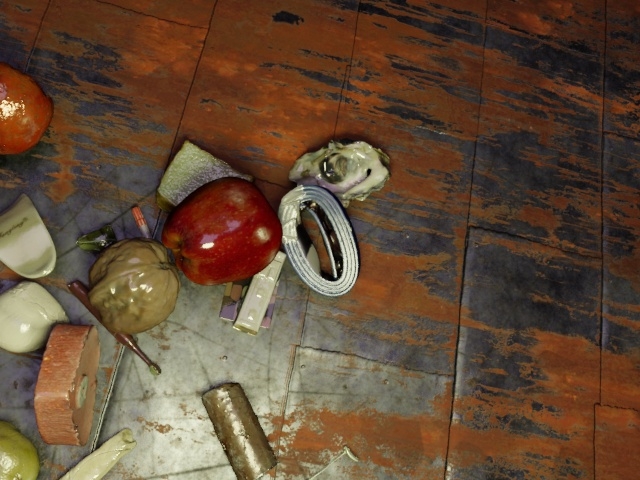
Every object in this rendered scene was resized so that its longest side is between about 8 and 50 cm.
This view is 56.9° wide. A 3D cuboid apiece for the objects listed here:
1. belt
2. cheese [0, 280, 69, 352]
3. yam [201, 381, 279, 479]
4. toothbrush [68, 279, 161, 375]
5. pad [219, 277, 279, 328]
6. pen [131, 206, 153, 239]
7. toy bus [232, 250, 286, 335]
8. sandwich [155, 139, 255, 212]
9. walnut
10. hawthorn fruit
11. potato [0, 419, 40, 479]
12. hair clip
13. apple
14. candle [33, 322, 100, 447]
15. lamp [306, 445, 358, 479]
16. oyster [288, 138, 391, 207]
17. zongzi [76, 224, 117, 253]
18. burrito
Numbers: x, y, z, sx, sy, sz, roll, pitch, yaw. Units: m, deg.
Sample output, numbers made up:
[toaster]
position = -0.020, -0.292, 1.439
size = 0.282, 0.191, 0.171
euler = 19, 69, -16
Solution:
[belt]
position = 0.000, 0.000, 1.784
size = 0.213, 0.117, 0.346
euler = -21, 92, 10
[cheese]
position = -0.799, 0.211, 1.582
size = 0.198, 0.189, 0.154
euler = 42, 101, 4
[yam]
position = -0.219, 0.529, 1.625
size = 0.131, 0.131, 0.279
euler = -24, 79, -17
[toothbrush]
position = -0.583, 0.251, 1.678
size = 0.364, 0.041, 0.041
euler = 45, 71, 4
[pad]
position = -0.208, 0.140, 1.805
size = 0.158, 0.003, 0.234
euler = 13, 71, -7
[pen]
position = -0.511, 0.007, 1.771
size = 0.028, 0.028, 0.239
euler = -23, 80, -17
[toy bus]
position = -0.178, 0.144, 1.751
size = 0.092, 0.106, 0.268
euler = 23, 69, -7
[sandwich]
position = -0.356, -0.156, 1.819
size = 0.251, 0.087, 0.226
euler = 26, 71, -3
[walnut]
position = -0.514, 0.125, 1.622
size = 0.273, 0.273, 0.227
euler = 33, 28, 0
[hawthorn fruit]
position = -0.918, -0.349, 1.692
size = 0.276, 0.276, 0.307
euler = 13, 95, -7
[potato]
position = -0.831, 0.546, 1.482
size = 0.251, 0.159, 0.174
euler = 38, 46, 10
[hair clip]
position = -0.845, -0.001, 1.663
size = 0.172, 0.113, 0.282
euler = -37, 83, -19
[apple]
position = -0.264, -0.025, 1.625
size = 0.317, 0.288, 0.288
euler = -26, 80, -31
[candle]
position = -0.653, 0.375, 1.494
size = 0.132, 0.287, 0.316
euler = 3, 89, -11
[lamp]
position = 0.016, 0.660, 1.669
size = 0.198, 0.050, 0.056
euler = -33, 84, -18
[oyster]
position = 0.083, -0.214, 1.916
size = 0.351, 0.114, 0.237
euler = -21, 71, -20
[zongzi]
position = -0.645, 0.027, 1.729
size = 0.109, 0.055, 0.119
euler = -22, 90, -14
[burrito]
position = -0.605, 0.611, 1.556
size = 0.275, 0.059, 0.082
euler = -39, 70, -19
